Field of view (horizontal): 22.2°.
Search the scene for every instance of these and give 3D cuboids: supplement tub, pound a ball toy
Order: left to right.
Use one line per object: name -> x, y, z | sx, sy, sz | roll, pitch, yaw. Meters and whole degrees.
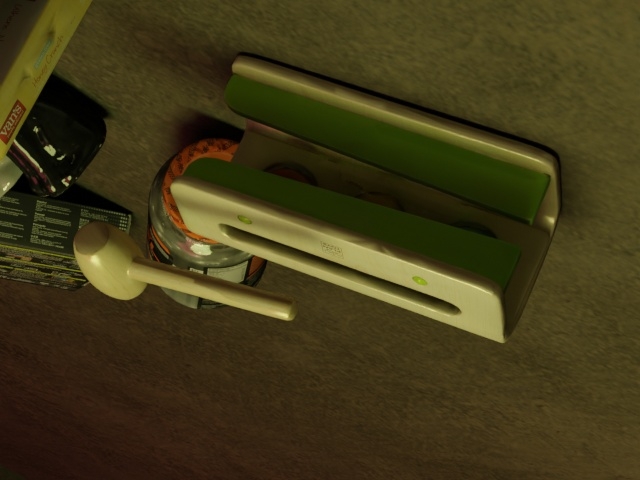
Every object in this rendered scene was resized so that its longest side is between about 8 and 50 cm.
supplement tub -> -0.098, -0.016, 1.472 | 0.117, 0.117, 0.190 | 25, 160, 2
pound a ball toy -> 0.000, 0.000, 1.259 | 0.319, 0.208, 0.136 | 18, 159, 17

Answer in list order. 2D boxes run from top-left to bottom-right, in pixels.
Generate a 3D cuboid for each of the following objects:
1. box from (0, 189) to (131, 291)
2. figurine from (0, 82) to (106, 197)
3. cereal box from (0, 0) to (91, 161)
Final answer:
box -> -0.365, -0.008, 1.770 | 0.270, 0.060, 0.216 | 11, 166, -20
figurine -> -0.332, -0.137, 1.516 | 0.209, 0.092, 0.215 | 46, 154, -26
cereal box -> -0.308, -0.163, 1.271 | 0.240, 0.173, 0.047 | 15, 159, 29
